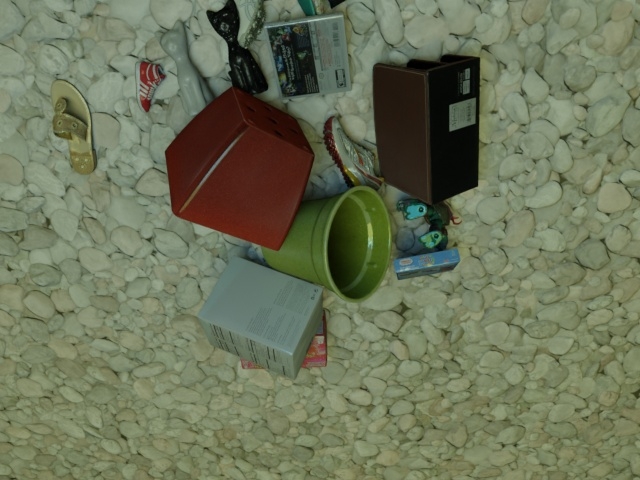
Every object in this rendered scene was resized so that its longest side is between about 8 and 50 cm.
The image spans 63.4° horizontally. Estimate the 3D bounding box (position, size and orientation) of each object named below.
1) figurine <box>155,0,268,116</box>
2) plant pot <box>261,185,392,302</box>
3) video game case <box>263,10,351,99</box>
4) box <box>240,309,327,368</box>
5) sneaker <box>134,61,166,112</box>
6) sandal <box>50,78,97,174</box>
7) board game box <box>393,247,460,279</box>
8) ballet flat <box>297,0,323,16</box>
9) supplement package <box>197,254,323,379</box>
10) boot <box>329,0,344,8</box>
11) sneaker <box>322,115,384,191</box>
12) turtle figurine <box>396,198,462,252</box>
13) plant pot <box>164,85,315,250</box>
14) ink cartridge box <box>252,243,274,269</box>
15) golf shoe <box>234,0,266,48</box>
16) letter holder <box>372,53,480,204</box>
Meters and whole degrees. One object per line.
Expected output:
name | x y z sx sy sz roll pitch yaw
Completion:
figurine | -0.254 -0.412 1.185 0.215 0.092 0.209 -16 109 10
plant pot | 0.000 0.000 1.287 0.254 0.276 0.276 6 127 39
video game case | -0.024 -0.412 1.170 0.173 0.022 0.190 -6 141 5
box | -0.109 0.295 1.545 0.257 0.128 0.122 -3 119 3
sneaker | -0.401 -0.362 1.233 0.067 0.042 0.118 5 117 3
sandal | -0.613 -0.266 1.272 0.088 0.079 0.240 -2 119 3
board game box | 0.278 0.067 1.373 0.160 0.211 0.039 -11 78 8
ballet flat | -0.043 -0.579 1.082 0.077 0.091 0.241 -38 118 -6
supplement package | -0.150 0.207 1.382 0.263 0.199 0.198 19 149 12
boot | 0.060 -0.527 1.086 0.099 0.121 0.045 -25 113 8
sneaker | 0.081 -0.211 1.292 0.093 0.088 0.225 -35 113 -6
turtle figurine | 0.275 -0.055 1.316 0.175 0.234 0.118 44 108 7
plant pot | -0.165 -0.177 1.162 0.267 0.267 0.235 21 120 -34
ink cartridge box | -0.129 0.007 1.424 0.099 0.056 0.135 -18 118 11
golf shoe | -0.158 -0.508 1.120 0.086 0.069 0.176 20 92 2
letter holder | 0.244 -0.271 1.221 0.152 0.214 0.301 -22 121 -23
